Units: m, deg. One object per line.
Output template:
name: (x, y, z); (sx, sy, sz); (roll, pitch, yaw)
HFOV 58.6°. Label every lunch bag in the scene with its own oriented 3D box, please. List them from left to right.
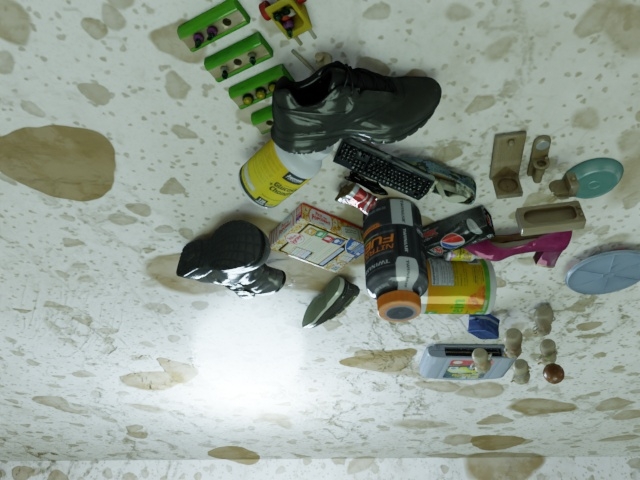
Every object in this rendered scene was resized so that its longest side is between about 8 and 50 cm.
lunch bag: (0.465, 0.239, 1.633); (0.067, 0.065, 0.098); (-12, 148, 42)

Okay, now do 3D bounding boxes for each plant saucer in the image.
plant saucer: (0.551, -0.119, 1.154); (0.119, 0.021, 0.119); (1, 145, 0)

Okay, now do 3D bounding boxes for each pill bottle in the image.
pill bottle: (-0.063, -0.143, 1.053); (0.103, 0.103, 0.184); (26, 138, -32)
pill bottle: (0.157, 0.043, 1.194); (0.130, 0.246, 0.130); (0, 145, 0)
pill bottle: (0.287, 0.111, 1.385); (0.245, 0.136, 0.136); (0, 145, 0)
pill bottle: (0.336, 0.027, 1.346); (0.083, 0.043, 0.043); (2, 145, -3)

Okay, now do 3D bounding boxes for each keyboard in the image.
keyboard: (0.114, -0.121, 1.091); (0.192, 0.038, 0.100); (24, 141, 0)

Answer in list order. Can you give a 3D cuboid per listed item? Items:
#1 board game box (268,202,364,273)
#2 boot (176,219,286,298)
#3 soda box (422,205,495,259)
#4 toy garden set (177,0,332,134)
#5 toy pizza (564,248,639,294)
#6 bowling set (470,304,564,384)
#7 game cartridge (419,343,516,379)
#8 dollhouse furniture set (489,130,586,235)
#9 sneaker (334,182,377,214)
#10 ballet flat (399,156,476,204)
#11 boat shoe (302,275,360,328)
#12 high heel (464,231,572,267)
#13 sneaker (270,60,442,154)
board game box: (0.000, 0.000, 1.308); (0.193, 0.045, 0.147); (22, 140, -28)
boot: (-0.161, 0.056, 1.320); (0.222, 0.118, 0.338); (25, 159, -35)
soda box: (0.297, -0.015, 1.270); (0.169, 0.060, 0.053); (-22, 139, 29)
toy garden set: (-0.073, -0.275, 0.910); (0.204, 0.049, 0.244); (-17, 142, 23)
toy pizza: (0.712, 0.074, 1.421); (0.201, 0.032, 0.201); (-1, 144, 0)
bowling set: (0.580, 0.339, 1.589); (0.287, 0.200, 0.154); (-31, 143, 0)
game cartridge: (0.482, 0.404, 1.883); (0.294, 0.060, 0.196); (1, 149, 0)
dollhouse furniture set: (0.406, -0.109, 1.058); (0.144, 0.151, 0.123); (-7, 144, 6)
sneaker: (0.072, -0.082, 1.145); (0.067, 0.042, 0.118); (32, 174, -12)
ballet flat: (0.230, -0.113, 1.128); (0.188, 0.070, 0.070); (12, 143, -16)
boat shoe: (0.023, 0.180, 1.535); (0.068, 0.081, 0.228); (20, 138, -20)
high heel: (0.437, -0.010, 1.283); (0.244, 0.082, 0.117); (12, 121, 1)
sneaker: (0.058, -0.222, 0.905); (0.286, 0.109, 0.130); (-14, 144, -7)
